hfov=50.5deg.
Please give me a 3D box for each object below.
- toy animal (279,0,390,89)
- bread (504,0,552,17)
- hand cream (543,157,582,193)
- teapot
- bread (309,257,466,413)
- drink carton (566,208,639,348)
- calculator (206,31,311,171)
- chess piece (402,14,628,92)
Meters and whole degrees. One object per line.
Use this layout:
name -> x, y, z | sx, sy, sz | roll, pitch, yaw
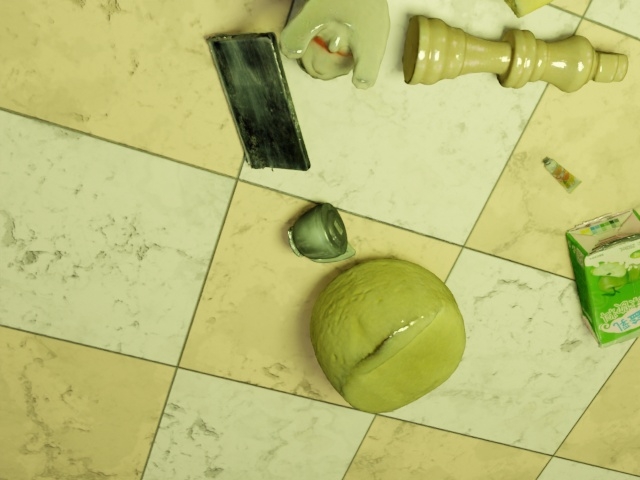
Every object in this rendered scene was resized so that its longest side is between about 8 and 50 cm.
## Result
toy animal -> -0.031, -0.407, 1.115 | 0.307, 0.188, 0.266 | 17, 93, -6
bread -> 0.345, -0.500, 1.055 | 0.178, 0.135, 0.240 | -23, 126, 13
hand cream -> 0.484, -0.132, 1.358 | 0.102, 0.022, 0.035 | 35, 105, -25
teapot -> -0.003, -0.010, 1.371 | 0.108, 0.149, 0.111 | -18, 81, 24
bread -> 0.135, 0.192, 1.410 | 0.320, 0.237, 0.321 | -8, 133, -8
drink carton -> 0.628, 0.084, 1.437 | 0.161, 0.108, 0.271 | -19, 118, 8
calculator -> -0.107, -0.241, 1.213 | 0.161, 0.021, 0.262 | 11, 129, 37
chess piece -> 0.348, -0.317, 1.197 | 0.396, 0.117, 0.117 | 4, 119, -7
